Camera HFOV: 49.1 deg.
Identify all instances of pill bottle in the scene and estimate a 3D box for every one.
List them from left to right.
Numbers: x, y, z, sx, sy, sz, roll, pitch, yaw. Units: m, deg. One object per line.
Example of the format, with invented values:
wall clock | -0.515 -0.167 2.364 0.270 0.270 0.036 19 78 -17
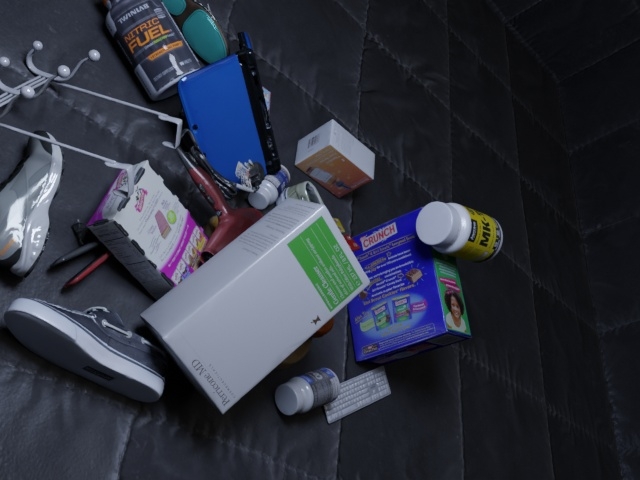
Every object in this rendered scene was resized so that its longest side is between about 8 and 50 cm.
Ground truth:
pill bottle | -0.365 -0.431 1.481 0.246 0.130 0.130 59 38 -6
pill bottle | -0.122 -0.125 1.640 0.067 0.067 0.120 51 39 -17
pill bottle | -0.028 0.320 1.483 0.137 0.078 0.078 -6 74 -52
pill bottle | 0.320 -0.020 1.621 0.208 0.119 0.119 14 59 -45

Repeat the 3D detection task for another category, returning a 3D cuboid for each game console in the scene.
game console | -0.203 -0.281 1.568 0.250 0.173 0.293 -109 -174 -57

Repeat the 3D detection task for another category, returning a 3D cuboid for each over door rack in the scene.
over door rack | -0.413 -0.233 1.209 0.324 0.108 0.240 28 32 -3

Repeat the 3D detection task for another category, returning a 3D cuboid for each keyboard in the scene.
keyboard | 0.087 0.359 1.650 0.256 0.014 0.072 -8 76 -51

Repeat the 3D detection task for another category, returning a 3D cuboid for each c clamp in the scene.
c clamp | -0.256 -0.242 1.586 0.160 0.022 0.137 33 48 -35

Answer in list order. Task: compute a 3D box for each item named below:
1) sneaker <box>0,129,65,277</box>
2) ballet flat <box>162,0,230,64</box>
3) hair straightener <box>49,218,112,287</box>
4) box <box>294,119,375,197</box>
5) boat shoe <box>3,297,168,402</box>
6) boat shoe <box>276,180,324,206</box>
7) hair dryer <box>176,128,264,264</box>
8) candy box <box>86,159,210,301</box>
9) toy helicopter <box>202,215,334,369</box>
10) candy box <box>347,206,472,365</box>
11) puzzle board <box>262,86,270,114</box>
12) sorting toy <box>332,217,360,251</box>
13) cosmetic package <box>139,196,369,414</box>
sneaker | -0.493 -0.077 1.152 0.107 0.100 0.272 21 52 -31
ballet flat | -0.307 -0.538 1.647 0.280 0.095 0.096 47 28 -21
hair straightener | -0.400 -0.008 1.260 0.089 0.047 0.230 56 38 -11
box | 0.040 -0.210 1.829 0.170 0.130 0.091 34 45 -32
boat shoe | -0.370 0.159 1.152 0.301 0.108 0.102 39 44 -33
boat shoe | 0.000 0.000 1.689 0.302 0.094 0.109 59 38 -7
hair dryer | -0.208 -0.068 1.410 0.223 0.080 0.294 20 48 -34
candy box | -0.308 -0.008 1.306 0.233 0.071 0.159 57 34 -36
toy helicopter | -0.153 0.107 1.453 0.234 0.140 0.355 -22 76 -44
candy box | 0.199 0.116 1.714 0.122 0.268 0.318 19 56 -47
puzzle board | -0.163 -0.352 1.770 0.096 0.011 0.128 29 50 -37
sorting toy | -0.030 0.009 1.558 0.132 0.046 0.274 46 35 22
cosmetic package | -0.116 0.108 1.283 0.365 0.155 0.197 -42 116 -18
